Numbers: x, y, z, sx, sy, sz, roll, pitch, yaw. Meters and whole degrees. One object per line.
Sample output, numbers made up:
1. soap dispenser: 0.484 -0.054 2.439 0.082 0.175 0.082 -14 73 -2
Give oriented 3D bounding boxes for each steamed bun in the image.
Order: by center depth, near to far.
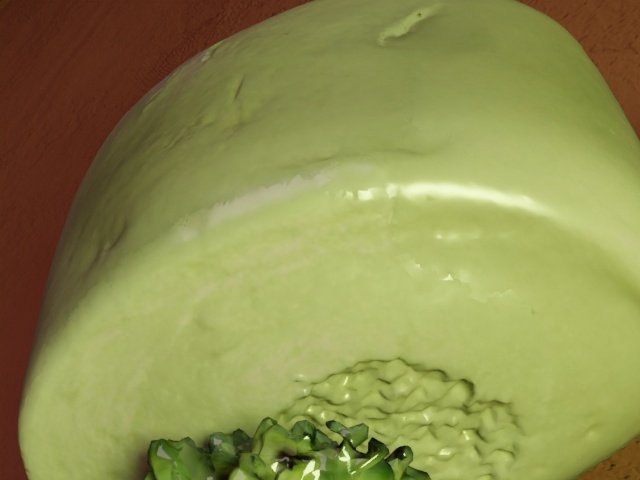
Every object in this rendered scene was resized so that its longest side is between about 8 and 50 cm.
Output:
1. steamed bun: 0.000 0.000 0.862 0.456 0.290 0.371 -23 34 12

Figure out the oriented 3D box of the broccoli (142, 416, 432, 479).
1. broccoli: -0.017 0.276 0.684 0.334 0.324 0.272 -36 38 23
